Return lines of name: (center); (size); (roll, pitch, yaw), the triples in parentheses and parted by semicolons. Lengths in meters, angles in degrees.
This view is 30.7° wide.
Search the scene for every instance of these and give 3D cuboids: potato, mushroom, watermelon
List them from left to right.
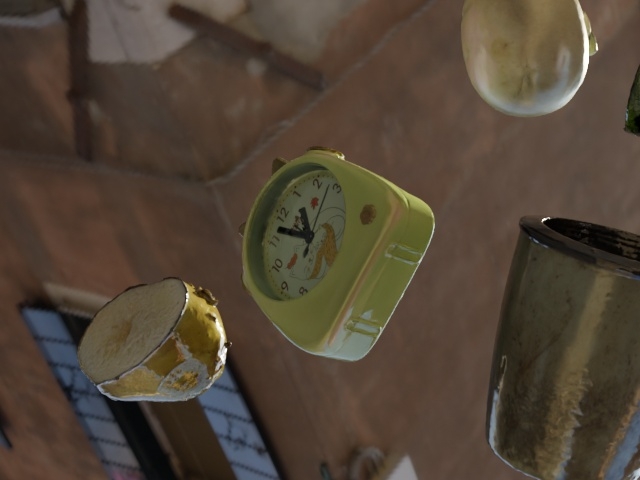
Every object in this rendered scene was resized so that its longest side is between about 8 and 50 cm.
potato: (-0.313, 0.218, 2.274); (0.300, 0.196, 0.246); (-16, -137, 36)
mushroom: (0.325, -0.310, 1.794); (0.202, 0.246, 0.246); (-12, -156, -24)
watermelon: (0.421, -0.210, 1.429); (0.063, 0.245, 0.119); (15, -133, 15)

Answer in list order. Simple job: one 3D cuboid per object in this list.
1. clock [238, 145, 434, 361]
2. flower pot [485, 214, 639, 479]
clock: (0.000, 0.000, 1.848); (0.348, 0.117, 0.286); (40, -75, 47)
flower pot: (0.373, 0.156, 1.607); (0.294, 0.330, 0.293); (13, -166, -3)
